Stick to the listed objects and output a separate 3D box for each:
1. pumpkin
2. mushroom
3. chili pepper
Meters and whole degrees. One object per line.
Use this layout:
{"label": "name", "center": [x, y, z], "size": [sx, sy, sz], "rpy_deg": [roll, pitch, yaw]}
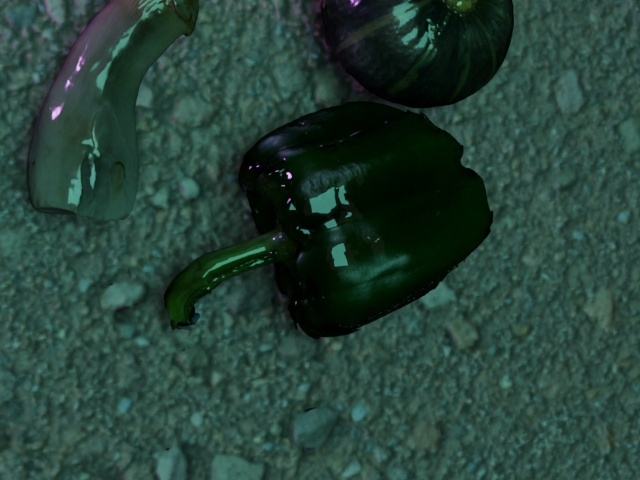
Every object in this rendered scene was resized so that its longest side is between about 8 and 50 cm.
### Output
{"label": "pumpkin", "center": [0.078, -0.189, 1.562], "size": [0.167, 0.125, 0.167], "rpy_deg": [-1, 91, -40]}
{"label": "mushroom", "center": [-0.163, -0.121, 1.500], "size": [0.092, 0.081, 0.223], "rpy_deg": [19, 80, 0]}
{"label": "chili pepper", "center": [0.000, 0.000, 1.516], "size": [0.261, 0.165, 0.173], "rpy_deg": [-26, 110, -16]}
